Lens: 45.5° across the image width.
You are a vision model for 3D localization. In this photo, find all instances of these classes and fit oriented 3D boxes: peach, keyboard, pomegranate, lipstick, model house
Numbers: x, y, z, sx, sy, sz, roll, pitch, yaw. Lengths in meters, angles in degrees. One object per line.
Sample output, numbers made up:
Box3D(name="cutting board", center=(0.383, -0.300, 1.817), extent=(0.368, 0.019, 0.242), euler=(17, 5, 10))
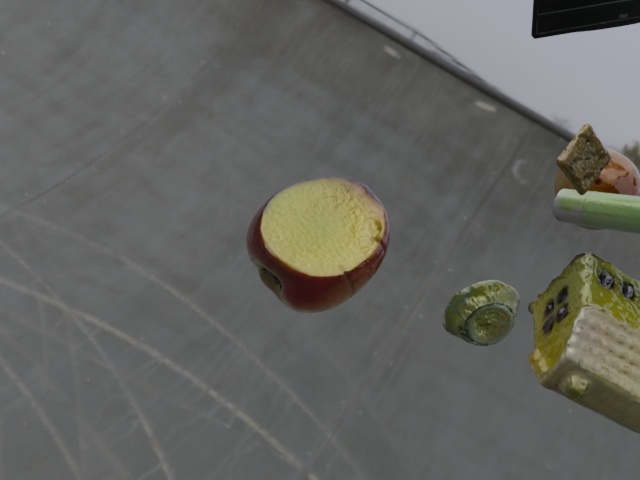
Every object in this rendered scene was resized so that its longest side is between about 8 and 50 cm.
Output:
Box3D(name="peach", center=(0.000, 0.000, 1.489), extent=(0.248, 0.275, 0.245), euler=(61, -12, -6))
Box3D(name="keyboard", center=(0.601, -0.467, 1.490), extent=(0.381, 0.103, 0.041), euler=(-6, 38, 2))
Box3D(name="pomegranate", center=(0.622, -0.117, 1.719), extent=(0.191, 0.191, 0.191), euler=(30, 9, -5))
Box3D(name="lipstick", center=(0.595, -0.049, 1.446), extent=(0.076, 0.076, 0.304), euler=(22, -6, -42))
Box3D(name="model house", center=(0.425, 0.173, 1.158), extent=(0.193, 0.175, 0.234), euler=(29, 47, -6))

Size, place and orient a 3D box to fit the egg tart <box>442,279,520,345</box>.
Box3D(name="egg tart", center=(0.396, 0.182, 1.846), extent=(0.197, 0.197, 0.078), euler=(27, 22, -22))

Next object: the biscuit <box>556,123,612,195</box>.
Box3D(name="biscuit", center=(0.401, -0.122, 1.156), extent=(0.083, 0.081, 0.018), euler=(44, -9, -29))
